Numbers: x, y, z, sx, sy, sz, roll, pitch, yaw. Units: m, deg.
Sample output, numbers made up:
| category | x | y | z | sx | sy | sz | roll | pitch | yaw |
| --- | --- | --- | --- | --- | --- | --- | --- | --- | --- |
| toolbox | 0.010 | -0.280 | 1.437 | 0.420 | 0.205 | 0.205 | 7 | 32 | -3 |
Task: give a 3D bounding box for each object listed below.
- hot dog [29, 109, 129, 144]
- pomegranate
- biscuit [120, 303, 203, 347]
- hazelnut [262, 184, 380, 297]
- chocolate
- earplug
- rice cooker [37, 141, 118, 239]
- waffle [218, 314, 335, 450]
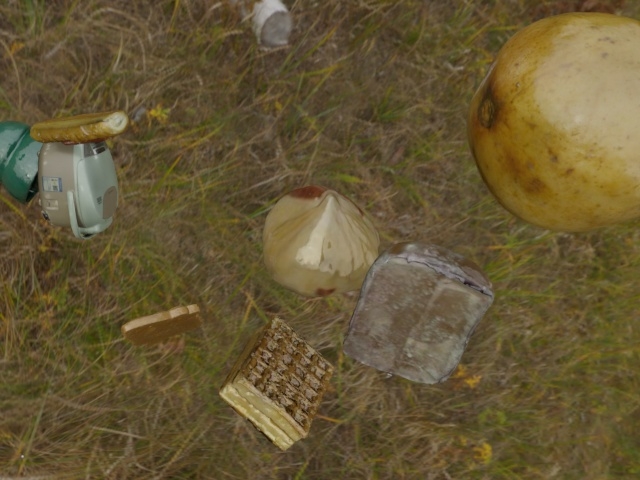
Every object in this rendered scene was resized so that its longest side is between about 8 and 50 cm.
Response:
| category | x | y | z | sx | sy | sz | roll | pitch | yaw |
| --- | --- | --- | --- | --- | --- | --- | --- | --- | --- |
| hot dog | -0.404 | -0.182 | 1.229 | 0.066 | 0.216 | 0.047 | -37 | 121 | -52 |
| pomegranate | 0.299 | -0.130 | 0.849 | 0.261 | 0.260 | 0.260 | 6 | 73 | -20 |
| biscuit | -0.326 | 0.175 | 1.525 | 0.162 | 0.250 | 0.035 | -37 | 74 | 15 |
| hazelnut | 0.000 | 0.000 | 1.517 | 0.261 | 0.241 | 0.261 | 17 | 42 | -15 |
| chocolate | 0.148 | 0.109 | 1.158 | 0.185 | 0.303 | 0.100 | 19 | 48 | 3 |
| earplug | -0.566 | -0.159 | 1.529 | 0.280 | 0.257 | 0.164 | 29 | 103 | -22 |
| rice cooker | -0.450 | -0.108 | 1.378 | 0.127 | 0.145 | 0.206 | 6 | 108 | 6 |
| waffle | -0.092 | 0.321 | 1.702 | 0.213 | 0.091 | 0.308 | 42 | 24 | -4 |
